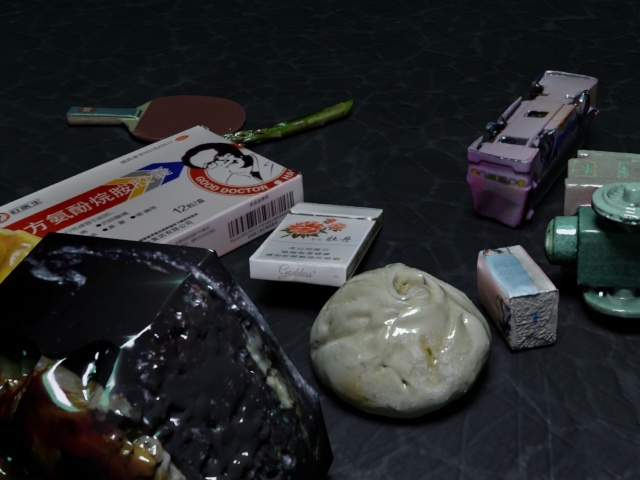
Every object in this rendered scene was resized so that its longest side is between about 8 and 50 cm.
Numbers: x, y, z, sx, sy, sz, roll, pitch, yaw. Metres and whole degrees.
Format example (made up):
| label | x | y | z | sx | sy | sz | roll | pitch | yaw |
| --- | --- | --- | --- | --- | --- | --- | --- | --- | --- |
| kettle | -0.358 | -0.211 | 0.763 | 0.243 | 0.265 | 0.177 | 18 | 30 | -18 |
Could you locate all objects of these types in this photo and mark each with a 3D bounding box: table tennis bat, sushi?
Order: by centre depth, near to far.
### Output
| label | x | y | z | sx | sy | sz | roll | pitch | yaw |
| --- | --- | --- | --- | --- | --- | --- | --- | --- | --- |
| sushi | -0.136 | 0.147 | 0.738 | 0.215 | 0.227 | 0.212 | 5 | 40 | 22 |
| table tennis bat | -0.249 | -0.185 | 1.447 | 0.274 | 0.021 | 0.154 | 2 | 33 | 5 |

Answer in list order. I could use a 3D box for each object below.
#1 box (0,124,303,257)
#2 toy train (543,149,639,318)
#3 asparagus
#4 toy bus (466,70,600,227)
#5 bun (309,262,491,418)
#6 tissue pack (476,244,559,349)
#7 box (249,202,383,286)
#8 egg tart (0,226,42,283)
| label | x | y | z | sx | sy | sz | roll | pitch | yaw |
| --- | --- | --- | --- | --- | --- | --- | --- | --- | --- |
| box | -0.220 | -0.028 | 1.163 | 0.353 | 0.069 | 0.214 | -27 | 40 | -35 |
| toy train | 0.396 | -0.012 | 1.018 | 0.304 | 0.150 | 0.221 | 4 | 27 | 15 |
| asparagus | -0.050 | -0.166 | 1.392 | 0.236 | 0.027 | 0.034 | -19 | 31 | -23 |
| toy bus | 0.275 | -0.125 | 1.222 | 0.090 | 0.112 | 0.274 | 16 | 37 | 27 |
| bun | 0.074 | 0.084 | 0.928 | 0.183 | 0.102 | 0.183 | -5 | 33 | 3 |
| tissue pack | 0.202 | 0.056 | 0.985 | 0.059 | 0.074 | 0.094 | -12 | 31 | -8 |
| box | -0.001 | 0.000 | 1.094 | 0.109 | 0.029 | 0.198 | 5 | 22 | 14 |
| egg tart | -0.375 | 0.103 | 0.915 | 0.319 | 0.128 | 0.319 | -3 | 32 | 2 |
